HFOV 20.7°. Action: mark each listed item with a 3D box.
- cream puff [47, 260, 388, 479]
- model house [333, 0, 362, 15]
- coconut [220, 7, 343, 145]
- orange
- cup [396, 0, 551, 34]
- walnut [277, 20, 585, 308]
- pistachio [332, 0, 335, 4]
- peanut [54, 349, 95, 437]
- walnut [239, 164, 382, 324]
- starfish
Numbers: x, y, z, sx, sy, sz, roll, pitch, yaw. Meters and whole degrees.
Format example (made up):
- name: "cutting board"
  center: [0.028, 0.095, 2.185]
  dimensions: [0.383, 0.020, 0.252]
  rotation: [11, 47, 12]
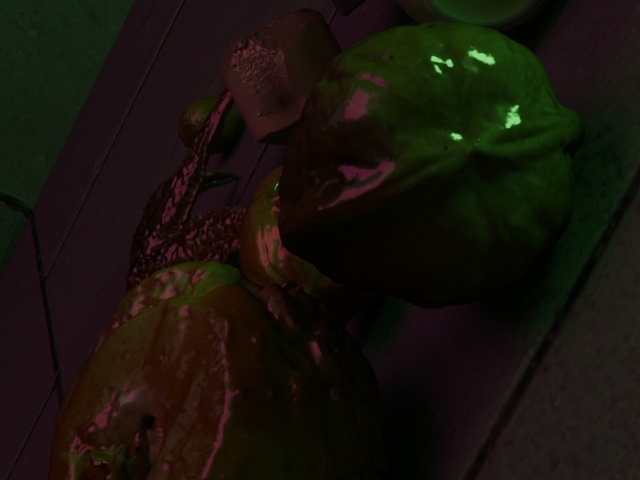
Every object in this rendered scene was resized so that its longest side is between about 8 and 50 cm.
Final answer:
- name: "cream puff"
  center: [-0.077, 0.194, 1.517]
  dimensions: [0.327, 0.231, 0.343]
  rotation: [-50, 37, 22]
- name: "model house"
  center: [0.075, -0.425, 1.909]
  dimensions: [0.284, 0.243, 0.298]
  rotation: [-35, 3, -8]
- name: "coconut"
  center: [-0.031, -0.180, 2.048]
  dimensions: [0.147, 0.153, 0.147]
  rotation: [-26, 4, 2]
- name: "orange"
  center: [-0.159, -0.160, 2.471]
  dimensions: [0.095, 0.085, 0.085]
  rotation: [-29, 40, 53]
- name: "cup"
  center: [0.118, -0.259, 1.669]
  dimensions: [0.255, 0.173, 0.202]
  rotation: [-58, 18, 21]
- name: "walnut"
  center: [0.083, -0.057, 1.419]
  dimensions: [0.283, 0.283, 0.227]
  rotation: [-21, 88, 65]
- name: "pistachio"
  center: [0.051, -0.371, 2.206]
  dimensions: [0.173, 0.049, 0.089]
  rotation: [-59, 20, 21]
- name: "peanut"
  center: [-0.196, 0.193, 1.996]
  dimensions: [0.387, 0.169, 0.192]
  rotation: [134, 139, -57]
- name: "walnut"
  center: [0.000, 0.000, 1.697]
  dimensions: [0.159, 0.159, 0.207]
  rotation: [-55, 14, 30]
- name: "starfish"
  center: [-0.154, 0.014, 2.194]
  dimensions: [0.384, 0.132, 0.398]
  rotation: [-47, 29, 35]
